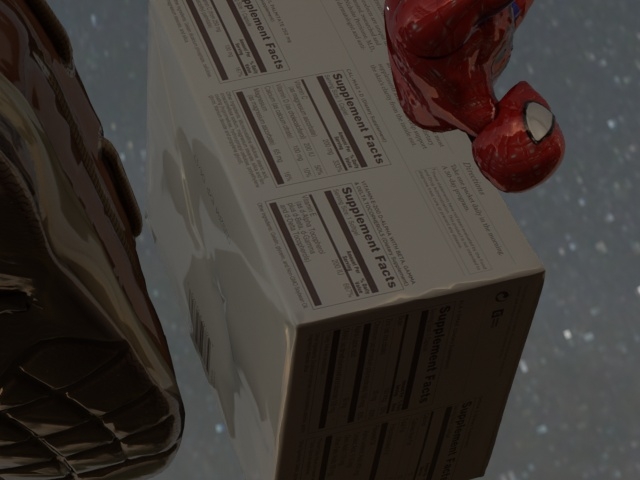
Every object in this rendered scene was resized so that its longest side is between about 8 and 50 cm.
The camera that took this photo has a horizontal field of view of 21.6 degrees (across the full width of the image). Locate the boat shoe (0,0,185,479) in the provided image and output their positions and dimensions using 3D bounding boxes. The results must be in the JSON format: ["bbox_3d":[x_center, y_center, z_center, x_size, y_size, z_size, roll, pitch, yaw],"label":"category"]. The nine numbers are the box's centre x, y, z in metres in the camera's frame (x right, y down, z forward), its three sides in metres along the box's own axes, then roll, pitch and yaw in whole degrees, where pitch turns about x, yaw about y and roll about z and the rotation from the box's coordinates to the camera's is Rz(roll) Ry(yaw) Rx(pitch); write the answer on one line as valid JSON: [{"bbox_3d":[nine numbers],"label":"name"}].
[{"bbox_3d":[-0.115,-0.003,0.618,0.123,0.116,0.324,-1,-31,2],"label":"boat shoe"}]

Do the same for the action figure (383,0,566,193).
[{"bbox_3d":[0.061,-0.149,0.644,0.139,0.280,0.091,-18,-24,-1],"label":"action figure"}]

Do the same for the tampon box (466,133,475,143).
[{"bbox_3d":[0.057,-0.078,1.379,0.120,0.161,0.101,13,-73,-18],"label":"tampon box"}]

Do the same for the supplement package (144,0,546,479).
[{"bbox_3d":[0.000,0.000,1.000,0.145,0.262,0.204,-12,-38,-16],"label":"supplement package"}]
